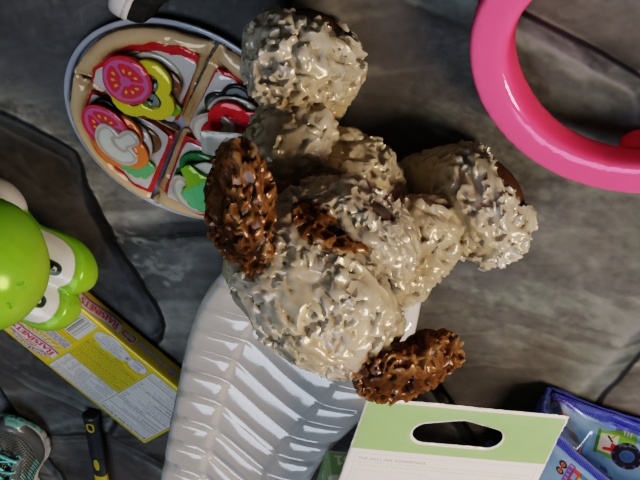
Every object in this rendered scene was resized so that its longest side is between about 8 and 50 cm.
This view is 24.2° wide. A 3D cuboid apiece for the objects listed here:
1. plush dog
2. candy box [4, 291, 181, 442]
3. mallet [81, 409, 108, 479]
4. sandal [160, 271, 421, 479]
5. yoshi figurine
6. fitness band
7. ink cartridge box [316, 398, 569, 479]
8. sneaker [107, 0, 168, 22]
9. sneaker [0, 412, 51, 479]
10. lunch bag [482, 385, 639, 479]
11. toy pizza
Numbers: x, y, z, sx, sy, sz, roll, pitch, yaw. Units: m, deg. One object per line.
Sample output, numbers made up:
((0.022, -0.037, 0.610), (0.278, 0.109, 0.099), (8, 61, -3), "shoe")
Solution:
((0.000, 0.000, 1.032), (0.262, 0.225, 0.210), (40, 117, -16), "plush dog")
((-0.208, 0.108, 1.406), (0.206, 0.027, 0.105), (42, 137, -18), "candy box")
((-0.236, 0.244, 1.552), (0.062, 0.039, 0.190), (3, 129, 17), "mallet")
((-0.041, 0.123, 1.292), (0.169, 0.102, 0.416), (29, 122, 0), "sandal")
((-0.357, -0.029, 1.223), (0.362, 0.203, 0.203), (25, 131, -5), "yoshi figurine")
((0.238, -0.126, 0.959), (0.291, 0.054, 0.209), (-8, 128, 29), "fitness band")
((0.087, 0.201, 1.239), (0.171, 0.056, 0.235), (7, 127, -12), "ink cartridge box")
((-0.051, -0.192, 1.001), (0.121, 0.079, 0.217), (36, 135, -10), "sneaker")
((-0.325, 0.247, 1.560), (0.065, 0.076, 0.166), (18, 137, 5), "sneaker")
((0.262, 0.264, 1.294), (0.293, 0.138, 0.221), (29, 140, 12), "lunch bag")
((-0.111, -0.086, 1.168), (0.201, 0.032, 0.201), (12, 136, 12), "toy pizza")
